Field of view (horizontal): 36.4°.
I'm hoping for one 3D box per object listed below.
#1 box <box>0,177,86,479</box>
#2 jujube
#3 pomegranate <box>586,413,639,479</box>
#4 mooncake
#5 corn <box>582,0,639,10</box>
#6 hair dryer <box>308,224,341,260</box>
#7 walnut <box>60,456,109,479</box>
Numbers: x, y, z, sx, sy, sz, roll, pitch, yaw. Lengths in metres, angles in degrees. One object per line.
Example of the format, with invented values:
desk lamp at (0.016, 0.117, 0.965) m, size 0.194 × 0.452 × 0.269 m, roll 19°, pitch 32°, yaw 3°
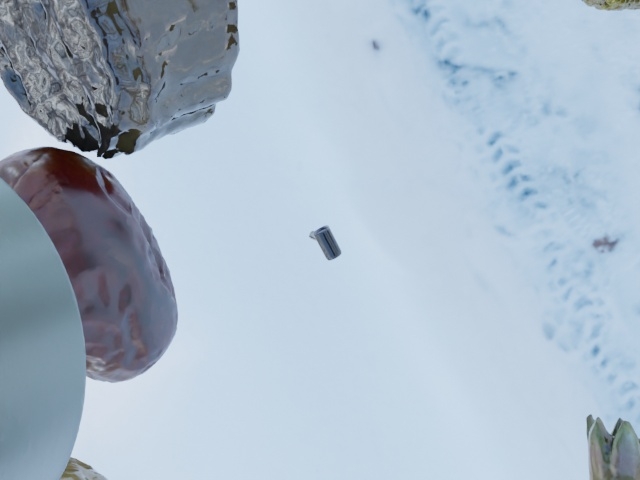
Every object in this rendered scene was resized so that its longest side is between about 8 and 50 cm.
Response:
box at (-0.228, 0.062, 0.387) m, size 0.226 × 0.149 × 0.226 m, roll 1°, pitch 96°, yaw 9°
jujube at (-0.304, 0.038, 1.198) m, size 0.223 × 0.223 × 0.318 m, roll 7°, pitch 142°, yaw 37°
pomegranate at (0.258, 0.267, 0.848) m, size 0.187 × 0.187 × 0.225 m, roll -3°, pitch 80°, yaw 39°
mooncake at (-0.258, -0.258, 1.147) m, size 0.324 × 0.187 × 0.324 m, roll 29°, pitch 135°, yaw 34°
corn at (0.493, -0.399, 1.471) m, size 0.097 × 0.261 × 0.097 m, roll 31°, pitch 129°, yaw 47°
hair dryer at (0.000, 0.000, 1.424) m, size 0.047 × 0.026 × 0.083 m, roll 64°, pitch 165°, yaw -16°
walnut at (-0.191, 0.240, 0.630) m, size 0.245 × 0.198 × 0.198 m, roll -149°, pitch 52°, yaw -65°
